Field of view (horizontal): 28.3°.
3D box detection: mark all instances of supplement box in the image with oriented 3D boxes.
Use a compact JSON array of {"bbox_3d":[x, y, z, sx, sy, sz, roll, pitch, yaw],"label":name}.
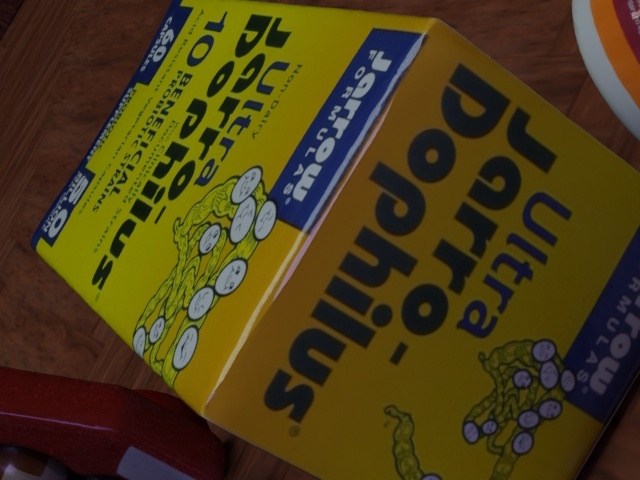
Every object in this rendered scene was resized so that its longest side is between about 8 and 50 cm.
[{"bbox_3d":[0.000,0.000,0.702,0.194,0.195,0.356,-60,27,-3],"label":"supplement box"}]

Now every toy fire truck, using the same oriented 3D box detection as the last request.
[{"bbox_3d":[-0.219,0.184,0.819,0.302,0.254,0.169,-41,31,31],"label":"toy fire truck"}]

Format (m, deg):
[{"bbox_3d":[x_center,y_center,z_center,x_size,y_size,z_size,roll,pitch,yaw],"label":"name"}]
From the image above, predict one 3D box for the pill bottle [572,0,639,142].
[{"bbox_3d":[0.225,-0.126,0.531,0.221,0.121,0.121,-33,36,41],"label":"pill bottle"}]
